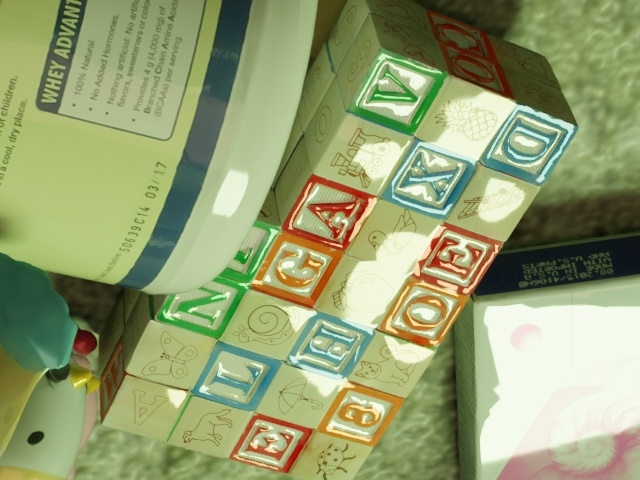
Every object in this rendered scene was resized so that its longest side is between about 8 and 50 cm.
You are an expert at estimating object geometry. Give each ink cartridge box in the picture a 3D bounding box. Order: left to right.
[{"bbox_3d":[0.259,0.139,1.150,0.324,0.071,0.330,-9,121,-5],"label":"ink cartridge box"}]

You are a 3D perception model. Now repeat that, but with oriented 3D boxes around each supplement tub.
[{"bbox_3d":[-0.186,-0.115,0.814,0.325,0.235,0.235,13,118,-18],"label":"supplement tub"}]

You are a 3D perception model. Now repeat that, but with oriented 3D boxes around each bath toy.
[{"bbox_3d":[-0.181,0.081,0.912,0.129,0.348,0.151,-35,84,-9],"label":"bath toy"}]

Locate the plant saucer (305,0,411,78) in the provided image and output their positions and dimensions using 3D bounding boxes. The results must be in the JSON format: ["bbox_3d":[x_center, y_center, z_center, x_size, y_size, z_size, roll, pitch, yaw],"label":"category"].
[{"bbox_3d":[0.011,-0.132,0.968,0.083,0.015,0.083,-5,123,-7],"label":"plant saucer"}]

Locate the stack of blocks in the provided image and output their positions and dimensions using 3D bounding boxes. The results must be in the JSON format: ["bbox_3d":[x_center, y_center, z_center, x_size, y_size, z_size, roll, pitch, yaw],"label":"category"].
[{"bbox_3d":[0.000,0.000,0.992,0.171,0.087,0.297,19,120,-20],"label":"stack of blocks"}]
